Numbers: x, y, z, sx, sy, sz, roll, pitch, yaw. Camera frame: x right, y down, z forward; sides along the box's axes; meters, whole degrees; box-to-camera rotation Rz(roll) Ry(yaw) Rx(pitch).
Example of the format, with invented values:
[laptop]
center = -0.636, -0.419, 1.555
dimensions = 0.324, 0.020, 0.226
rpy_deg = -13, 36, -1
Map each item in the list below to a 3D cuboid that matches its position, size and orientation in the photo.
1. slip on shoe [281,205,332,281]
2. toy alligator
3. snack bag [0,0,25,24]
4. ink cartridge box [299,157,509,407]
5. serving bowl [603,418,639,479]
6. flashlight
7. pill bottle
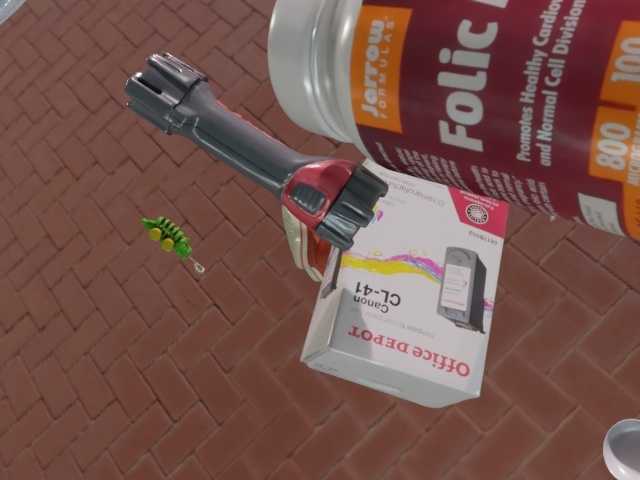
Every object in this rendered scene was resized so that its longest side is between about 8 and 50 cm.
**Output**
[slip on shoe]
center = 0.000, 0.000, 1.203
dimensions = 0.101, 0.331, 0.123
rpy_deg = -17, 71, 7
[toy alligator]
center = -0.330, 0.000, 1.496
dimensions = 0.190, 0.056, 0.051
rpy_deg = 40, 116, 0
[snack bag]
center = -0.138, -0.303, 0.367
dimensions = 0.342, 0.037, 0.323
rpy_deg = -25, 74, 31
[ink cartridge box]
center = 0.126, 0.055, 0.923
dimensions = 0.226, 0.131, 0.306
rpy_deg = 19, 65, -10
[serving bowl]
center = 0.413, 0.277, 0.841
dimensions = 0.083, 0.027, 0.083
rpy_deg = -37, 42, 43
[flashlight]
center = -0.070, -0.107, 0.755
dimensions = 0.304, 0.103, 0.103
rpy_deg = 33, 68, -1
[pill bottle]
center = 0.155, -0.149, 0.557
dimensions = 0.392, 0.224, 0.224
rpy_deg = 21, 75, 37
